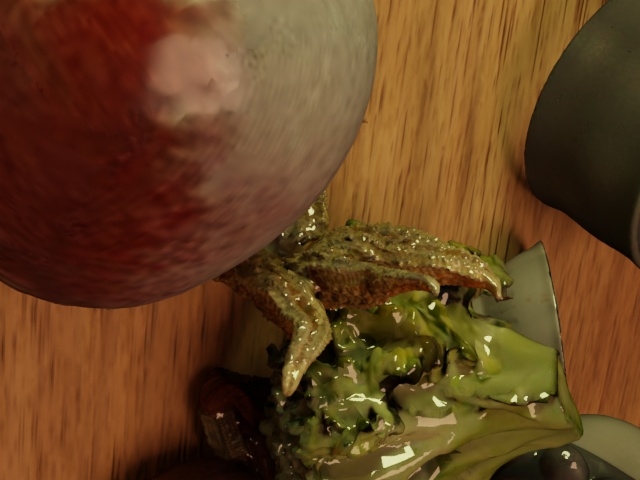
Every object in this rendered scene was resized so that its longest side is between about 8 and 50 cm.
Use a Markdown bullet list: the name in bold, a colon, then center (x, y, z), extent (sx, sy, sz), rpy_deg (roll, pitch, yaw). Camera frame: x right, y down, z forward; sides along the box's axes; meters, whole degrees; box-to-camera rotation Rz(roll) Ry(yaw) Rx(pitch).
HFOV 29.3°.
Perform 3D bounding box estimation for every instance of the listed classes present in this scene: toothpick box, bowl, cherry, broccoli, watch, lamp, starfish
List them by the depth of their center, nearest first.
- **cherry**: center (-0.116, -0.115, 0.859), extent (0.326, 0.291, 0.335), rpy_deg (-41, 157, -41)
- **starfish**: center (0.011, 0.015, 0.993), extent (0.301, 0.293, 0.084), rpy_deg (-31, 124, -25)
- **lamp**: center (-0.106, 0.250, 1.119), extent (0.223, 0.151, 0.215), rpy_deg (-65, 150, -53)
- **broccoli**: center (0.081, 0.143, 1.136), extent (0.272, 0.324, 0.334), rpy_deg (-24, 125, 0)
- **watch**: center (0.392, -0.128, 1.279), extent (0.335, 0.314, 0.326), rpy_deg (18, 110, -53)
- **toothpick box**: center (0.259, 0.297, 1.298), extent (0.229, 0.229, 0.316), rpy_deg (-36, 164, -21)
- **bowl**: center (0.206, 0.099, 1.301), extent (0.086, 0.189, 0.189), rpy_deg (-9, 121, 5)
